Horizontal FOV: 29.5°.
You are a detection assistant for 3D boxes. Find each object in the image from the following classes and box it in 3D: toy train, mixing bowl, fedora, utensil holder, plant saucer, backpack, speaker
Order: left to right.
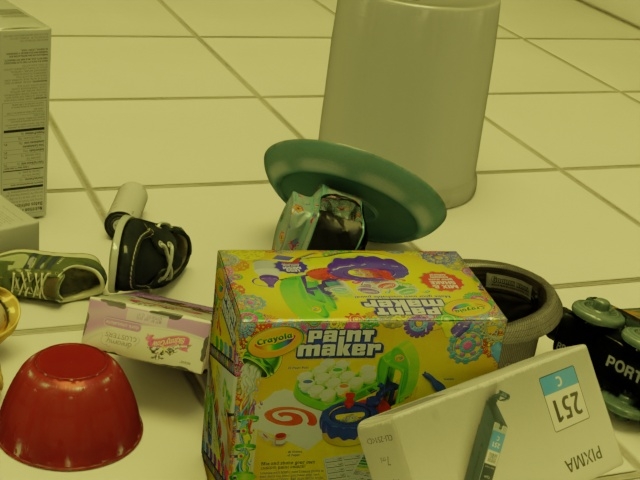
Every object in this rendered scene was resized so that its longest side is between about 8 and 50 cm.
[{"bbox_3d":[-0.304,0.187,1.470,0.181,0.098,0.181,5,24,-2],"label":"mixing bowl"},{"bbox_3d":[-0.327,-0.051,2.048,0.055,0.055,0.136,6,24,-2],"label":"speaker"},{"bbox_3d":[0.000,0.000,1.886,0.144,0.166,0.188,18,22,4],"label":"backpack"},{"bbox_3d":[0.050,-0.069,1.997,0.317,0.044,0.317,18,-19,6],"label":"plant saucer"},{"bbox_3d":[0.166,-0.295,2.322,0.327,0.385,0.327,6,23,-3],"label":"utensil holder"},{"bbox_3d":[0.200,0.125,1.709,0.275,0.124,0.244,-8,26,-18],"label":"fedora"},{"bbox_3d":[0.470,0.179,1.670,0.190,0.142,0.334,2,20,-42],"label":"toy train"}]

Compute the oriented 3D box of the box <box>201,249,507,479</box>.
[{"bbox_3d":[0.027,0.170,1.374,0.290,0.279,0.177,1,25,-14],"label":"box"}]

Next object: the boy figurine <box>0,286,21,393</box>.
[{"bbox_3d":[-0.453,0.129,1.517,0.177,0.092,0.285,50,12,-1],"label":"boy figurine"}]

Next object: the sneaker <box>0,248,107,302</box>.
[{"bbox_3d":[-0.403,0.055,1.775,0.192,0.064,0.086,-2,20,-26],"label":"sneaker"}]

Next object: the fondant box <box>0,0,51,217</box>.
[{"bbox_3d":[-0.547,-0.228,2.044,0.096,0.330,0.238,-9,28,-35],"label":"fondant box"}]

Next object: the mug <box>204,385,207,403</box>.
[{"bbox_3d":[-0.062,0.161,1.555,0.113,0.150,0.169,51,17,-10],"label":"mug"}]

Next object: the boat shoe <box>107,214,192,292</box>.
[{"bbox_3d":[-0.247,0.019,1.779,0.091,0.114,0.302,11,10,0],"label":"boat shoe"}]

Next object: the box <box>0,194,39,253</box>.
[{"bbox_3d":[-0.528,0.005,1.822,0.170,0.091,0.130,-15,31,-39],"label":"box"}]

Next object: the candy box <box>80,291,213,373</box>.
[{"bbox_3d":[-0.201,0.119,1.600,0.165,0.070,0.196,12,1,10],"label":"candy box"}]

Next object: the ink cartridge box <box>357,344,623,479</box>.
[{"bbox_3d":[0.197,0.267,1.239,0.296,0.261,0.066,-14,-4,-38],"label":"ink cartridge box"}]
